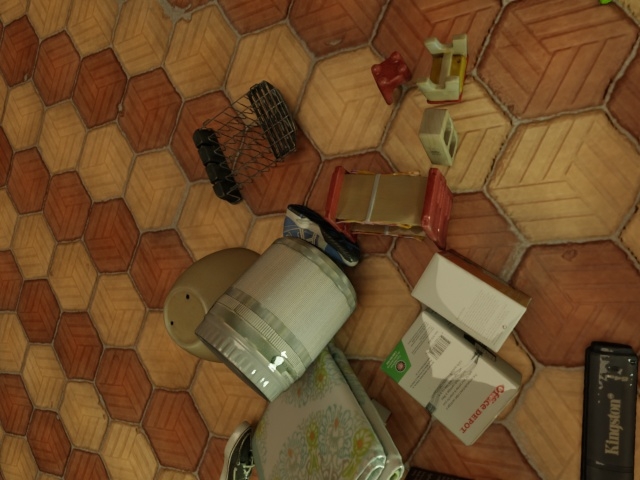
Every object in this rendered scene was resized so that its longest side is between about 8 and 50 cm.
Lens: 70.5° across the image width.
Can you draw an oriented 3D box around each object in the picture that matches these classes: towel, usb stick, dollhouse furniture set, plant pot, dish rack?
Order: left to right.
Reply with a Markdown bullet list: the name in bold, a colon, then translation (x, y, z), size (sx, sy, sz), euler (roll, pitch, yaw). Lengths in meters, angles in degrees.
- **plant pot**: translation (-0.248, 0.161, 1.053), size (0.284, 0.191, 0.284), euler (1, 92, 28)
- **dish rack**: translation (-0.173, -0.233, 1.069), size (0.271, 0.074, 0.208), euler (-29, 80, 24)
- **towel**: translation (-0.010, 0.408, 0.902), size (0.321, 0.090, 0.374), euler (-60, 30, 13)
- **dollhouse furniture set**: translation (0.161, -0.182, 0.873), size (0.201, 0.152, 0.374), euler (8, 78, 28)
- **usb stick**: translation (0.480, 0.310, 0.754), size (0.077, 0.045, 0.278), euler (2, 92, 29)

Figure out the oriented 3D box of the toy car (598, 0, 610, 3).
- **toy car**: translation (0.436, -0.483, 0.669), size (0.149, 0.188, 0.155), euler (-35, 76, 24)

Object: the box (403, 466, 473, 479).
- **box**: translation (0.238, 0.548, 0.820), size (0.203, 0.168, 0.167), euler (-1, 91, 28)

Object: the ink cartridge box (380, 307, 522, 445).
- **ink cartridge box**: translation (0.244, 0.247, 0.852), size (0.208, 0.087, 0.153), euler (40, 109, 22)

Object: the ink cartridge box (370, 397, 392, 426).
- **ink cartridge box**: translation (0.083, 0.410, 0.936), size (0.056, 0.099, 0.135), euler (33, 107, 17)

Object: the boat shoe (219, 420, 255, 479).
- **boat shoe**: translation (-0.192, 0.543, 1.104), size (0.070, 0.077, 0.219), euler (23, 110, 26)

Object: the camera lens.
- **camera lens**: translation (-0.079, 0.145, 0.896), size (0.219, 0.219, 0.274), euler (32, 66, 23)

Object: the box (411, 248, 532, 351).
- **box**: translation (0.271, 0.099, 0.809), size (0.170, 0.130, 0.091), euler (34, 108, 22)

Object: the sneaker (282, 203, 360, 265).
- **sneaker**: translation (0.000, 0.000, 0.986), size (0.211, 0.080, 0.081), euler (36, 114, 32)
